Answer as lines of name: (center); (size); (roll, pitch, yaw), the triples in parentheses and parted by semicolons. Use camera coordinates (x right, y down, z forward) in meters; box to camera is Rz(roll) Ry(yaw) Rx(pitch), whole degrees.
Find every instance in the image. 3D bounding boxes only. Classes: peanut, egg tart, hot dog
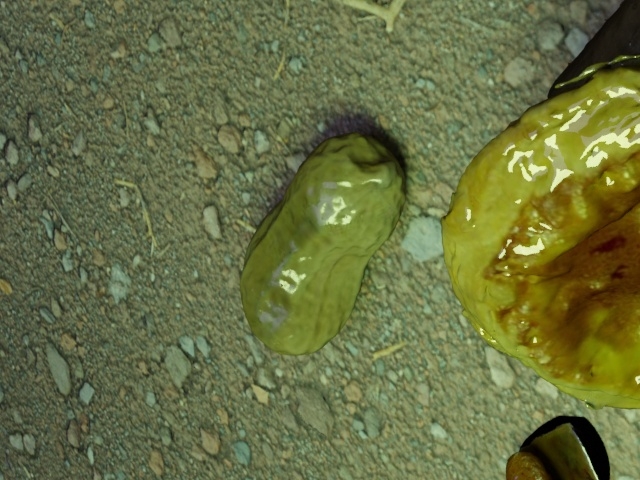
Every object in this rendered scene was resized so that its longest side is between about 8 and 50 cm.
peanut: (-0.007, -0.003, 1.673); (0.159, 0.143, 0.291); (47, 125, 32)
egg tart: (0.323, -0.024, 1.257); (0.443, 0.443, 0.178); (-51, 26, 40)
hot dog: (0.265, 0.377, 1.570); (0.194, 0.107, 0.326); (-27, 84, 45)

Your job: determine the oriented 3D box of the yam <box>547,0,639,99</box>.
yam: (0.323, -0.183, 1.316); (0.129, 0.128, 0.238); (52, 131, 20)
